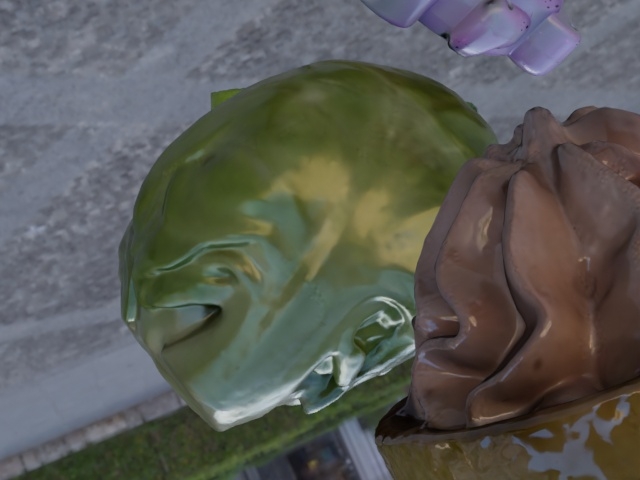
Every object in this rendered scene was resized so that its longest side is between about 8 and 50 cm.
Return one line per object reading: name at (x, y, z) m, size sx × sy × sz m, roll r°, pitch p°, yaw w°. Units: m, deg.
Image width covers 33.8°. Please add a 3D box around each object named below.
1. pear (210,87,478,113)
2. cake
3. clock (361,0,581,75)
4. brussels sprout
pear at (0.054, -0.092, 1.131) m, size 0.239 × 0.139 × 0.288 m, roll -9°, pitch 172°, yaw 34°
cake at (0.106, 0.040, 0.393) m, size 0.185 × 0.178 × 0.207 m, roll -23°, pitch 168°, yaw 10°
clock at (0.102, -0.246, 0.880) m, size 0.247 × 0.228 × 0.090 m, roll 19°, pitch 128°, yaw -40°
brussels sprout at (0.000, 0.000, 0.820) m, size 0.328 × 0.247 × 0.328 m, roll -35°, pitch 159°, yaw -15°
